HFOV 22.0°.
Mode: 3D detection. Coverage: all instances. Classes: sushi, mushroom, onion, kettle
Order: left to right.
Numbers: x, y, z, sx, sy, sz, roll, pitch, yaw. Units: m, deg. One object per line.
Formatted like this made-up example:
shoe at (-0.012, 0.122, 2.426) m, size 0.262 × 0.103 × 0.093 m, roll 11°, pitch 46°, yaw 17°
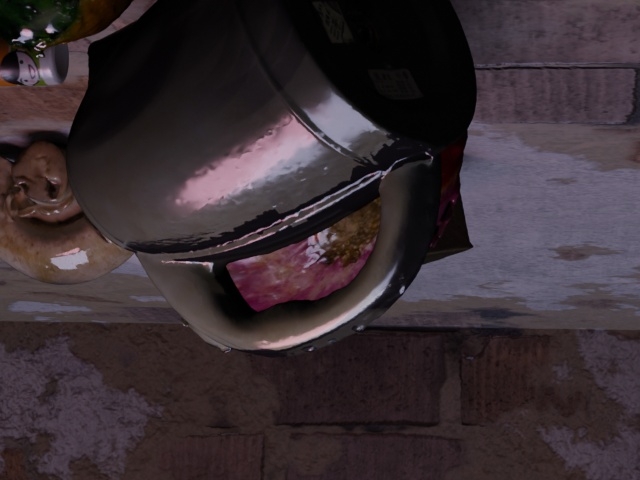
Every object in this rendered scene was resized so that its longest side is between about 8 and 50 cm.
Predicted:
sushi at (-0.225, -0.227, 1.340) m, size 0.140 × 0.149 × 0.287 m, roll 15°, pitch 169°, yaw -41°
mushroom at (-0.351, -0.036, 2.240) m, size 0.254 × 0.188 × 0.195 m, roll -3°, pitch 171°, yaw 7°
kettle at (-0.050, -0.065, 1.314) m, size 0.324 × 0.320 × 0.228 m, roll -30°, pitch 175°, yaw 35°
onion at (-0.048, -0.100, 1.608) m, size 0.345 × 0.358 × 0.358 m, roll 43°, pitch -178°, yaw 20°

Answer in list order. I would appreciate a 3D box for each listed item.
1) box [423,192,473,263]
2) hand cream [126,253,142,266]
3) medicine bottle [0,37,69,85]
box at (0.040, -0.027, 2.207) m, size 0.273 × 0.143 × 0.184 m, roll -7°, pitch 173°, yaw -25°
hand cream at (-0.332, -0.026, 2.512) m, size 0.359 × 0.118 × 0.185 m, roll 11°, pitch 167°, yaw -12°
medicine bottle at (-0.384, -0.204, 1.746) m, size 0.221 × 0.061 × 0.092 m, roll 0°, pitch 144°, yaw 10°
